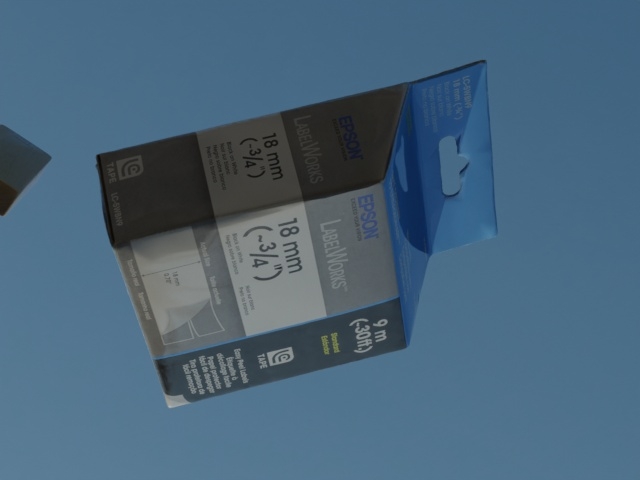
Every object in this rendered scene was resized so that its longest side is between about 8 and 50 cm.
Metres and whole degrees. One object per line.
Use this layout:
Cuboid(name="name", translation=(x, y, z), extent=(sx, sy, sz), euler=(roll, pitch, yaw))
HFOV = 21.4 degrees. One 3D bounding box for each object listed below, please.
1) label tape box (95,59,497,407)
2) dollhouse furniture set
Cuboid(name="label tape box", translation=(0.000, 0.000, 1.439), extent=(0.334, 0.240, 0.106), euler=(-14, -129, -2))
Cuboid(name="dollhouse furniture set", translation=(-0.316, -0.049, 1.340), extent=(0.151, 0.144, 0.123), euler=(33, -74, -6))
